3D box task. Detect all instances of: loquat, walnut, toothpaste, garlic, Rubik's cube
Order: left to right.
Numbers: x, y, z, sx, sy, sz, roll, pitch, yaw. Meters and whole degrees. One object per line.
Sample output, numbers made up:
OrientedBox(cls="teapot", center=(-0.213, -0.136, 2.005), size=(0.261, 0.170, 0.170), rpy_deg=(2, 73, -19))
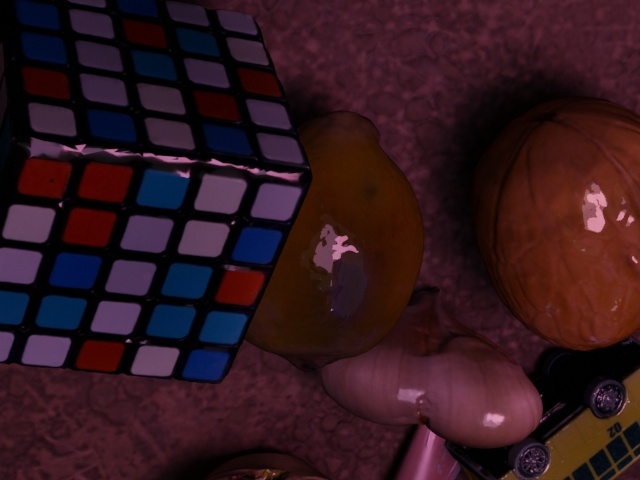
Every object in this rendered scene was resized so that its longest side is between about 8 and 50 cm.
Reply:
OrientedBox(cls="Rubik's cube", center=(-0.131, -0.039, 0.915), size=(0.182, 0.184, 0.187), rpy_deg=(7, 131, -22))
OrientedBox(cls="loquat", center=(0.000, 0.000, 1.029), size=(0.152, 0.152, 0.195), rpy_deg=(2, 105, -19))
OrientedBox(cls="toothpaste", center=(0.084, 0.204, 1.207), size=(0.067, 0.043, 0.194), rpy_deg=(23, 98, -26))
OrientedBox(cls="garlic", center=(0.088, 0.105, 1.105), size=(0.174, 0.124, 0.099), rpy_deg=(15, 112, 24))
OrientedBox(cls="walnut", center=(0.196, -0.014, 1.076), size=(0.165, 0.165, 0.197), rpy_deg=(-34, 119, -1))

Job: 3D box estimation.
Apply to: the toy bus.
OrientedBox(cls="toy bus", center=(0.204, 0.158, 1.184), size=(0.175, 0.088, 0.101), rpy_deg=(-36, 116, -11))

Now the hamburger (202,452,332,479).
OrientedBox(cls="hamburger", center=(-0.055, 0.270, 1.145), size=(0.173, 0.116, 0.210), rpy_deg=(17, 108, -27))
